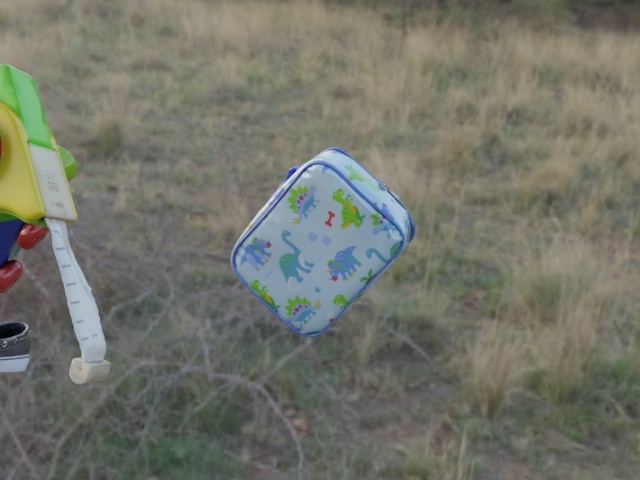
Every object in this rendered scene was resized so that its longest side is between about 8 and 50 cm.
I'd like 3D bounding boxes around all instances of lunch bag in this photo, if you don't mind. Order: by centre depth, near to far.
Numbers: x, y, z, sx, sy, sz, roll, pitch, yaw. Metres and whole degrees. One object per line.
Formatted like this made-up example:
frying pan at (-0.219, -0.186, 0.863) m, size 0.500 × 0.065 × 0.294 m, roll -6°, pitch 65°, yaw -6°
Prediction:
lunch bag at (0.000, 0.000, 1.231) m, size 0.176 × 0.219 × 0.090 m, roll 42°, pitch 25°, yaw 1°

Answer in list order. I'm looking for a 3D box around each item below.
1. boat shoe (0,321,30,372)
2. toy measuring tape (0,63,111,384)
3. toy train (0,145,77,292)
boat shoe at (-0.437, 0.127, 1.204) m, size 0.080 × 0.076 × 0.228 m, roll 11°, pitch -4°, yaw 19°
toy measuring tape at (-0.286, -0.016, 0.866) m, size 0.121 × 0.330 × 0.121 m, roll -18°, pitch -10°, yaw -3°
toy train at (-0.321, -0.063, 1.061) m, size 0.105 × 0.248 × 0.143 m, roll 40°, pitch 38°, yaw -4°
